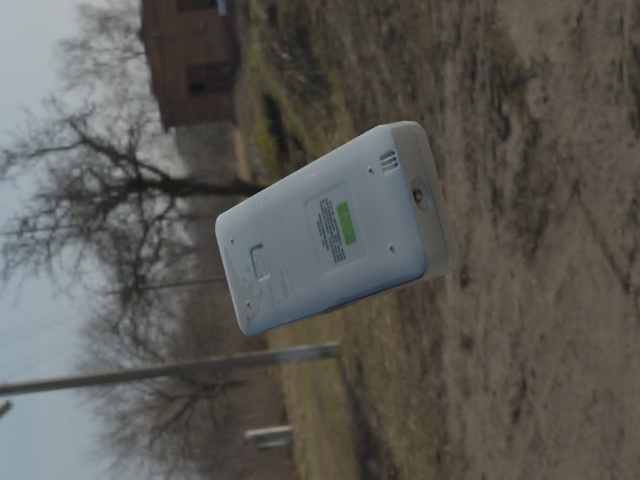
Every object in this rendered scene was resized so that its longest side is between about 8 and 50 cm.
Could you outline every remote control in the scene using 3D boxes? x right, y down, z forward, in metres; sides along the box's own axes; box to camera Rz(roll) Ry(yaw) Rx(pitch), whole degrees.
[{"bbox_3d":[0.000,0.000,0.761,0.250,0.034,0.103,-26,77,56],"label":"remote control"}]
